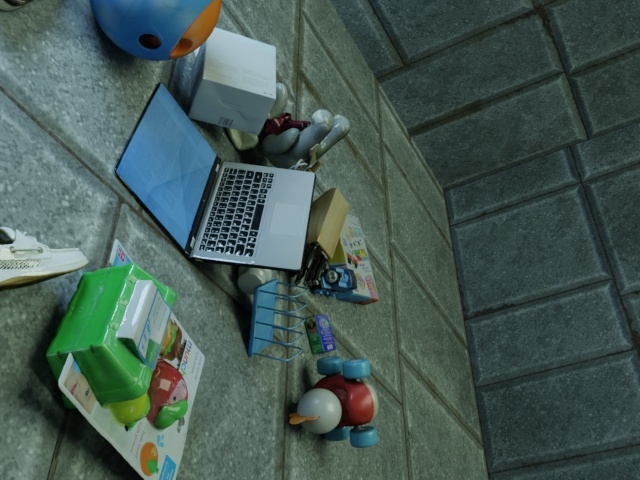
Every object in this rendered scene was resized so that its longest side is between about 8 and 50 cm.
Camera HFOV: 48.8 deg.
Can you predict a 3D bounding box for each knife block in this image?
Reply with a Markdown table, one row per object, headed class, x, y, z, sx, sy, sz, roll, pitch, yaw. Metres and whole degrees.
| class | x | y | z | sx | sy | sz | roll | pitch | yaw |
| --- | --- | --- | --- | --- | --- | --- | --- | --- | --- |
| knife block | 0.000 | 0.000 | 2.038 | 0.088 | 0.275 | 0.242 | 53 | -2 | -38 |

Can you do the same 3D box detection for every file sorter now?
| class | x | y | z | sx | sy | sz | roll | pitch | yaw |
| --- | --- | --- | --- | --- | --- | --- | --- | --- | --- |
| file sorter | -0.099 | 0.194 | 1.721 | 0.118 | 0.104 | 0.170 | -21 | 118 | -69 |

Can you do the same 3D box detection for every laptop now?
| class | x | y | z | sx | sy | sz | roll | pitch | yaw |
| --- | --- | --- | --- | --- | --- | --- | --- | --- | --- |
| laptop | -0.218 | -0.155 | 1.661 | 0.382 | 0.408 | 0.236 | -83 | 180 | -48 |

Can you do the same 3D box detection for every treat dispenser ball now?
| class | x | y | z | sx | sy | sz | roll | pitch | yaw |
| --- | --- | --- | --- | --- | --- | --- | --- | --- | --- |
| treat dispenser ball | -0.362 | -0.544 | 1.555 | 0.288 | 0.288 | 0.288 | 49 | 30 | -42 |

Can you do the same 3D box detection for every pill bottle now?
| class | x | y | z | sx | sy | sz | roll | pitch | yaw |
| --- | --- | --- | --- | --- | --- | --- | --- | --- | --- |
| pill bottle | -0.159 | 0.065 | 1.795 | 0.087 | 0.087 | 0.160 | 60 | 24 | -24 |

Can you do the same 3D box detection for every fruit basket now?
| class | x | y | z | sx | sy | sz | roll | pitch | yaw |
| --- | --- | --- | --- | --- | --- | --- | --- | --- | --- |
| fruit basket | -0.300 | 0.222 | 1.232 | 0.327 | 0.165 | 0.353 | -83 | 150 | -48 |

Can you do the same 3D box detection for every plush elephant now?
| class | x | y | z | sx | sy | sz | roll | pitch | yaw |
| --- | --- | --- | --- | --- | --- | --- | --- | --- | --- |
| plush elephant | -0.115 | -0.320 | 2.029 | 0.255 | 0.330 | 0.272 | 49 | 22 | 6 |

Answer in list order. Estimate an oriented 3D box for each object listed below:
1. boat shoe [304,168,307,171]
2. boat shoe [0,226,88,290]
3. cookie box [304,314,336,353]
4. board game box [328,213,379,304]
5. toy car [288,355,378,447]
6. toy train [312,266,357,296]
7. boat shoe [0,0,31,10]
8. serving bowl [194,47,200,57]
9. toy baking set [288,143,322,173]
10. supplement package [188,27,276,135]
| class | x | y | z | sx | sy | sz | roll | pitch | yaw |
| --- | --- | --- | --- | --- | --- | --- | --- | --- | --- |
| boat shoe | -0.069 | -0.194 | 2.236 | 0.081 | 0.079 | 0.227 | 49 | 26 | -33 |
| boat shoe | -0.469 | 0.024 | 1.079 | 0.277 | 0.098 | 0.096 | -12 | 84 | -67 |
| cookie box | 0.000 | 0.274 | 2.057 | 0.092 | 0.040 | 0.107 | 13 | 59 | -65 |
| board game box | 0.097 | 0.056 | 2.441 | 0.242 | 0.064 | 0.317 | 21 | 53 | -62 |
| toy car | 0.005 | 0.430 | 1.818 | 0.238 | 0.210 | 0.219 | -5 | 90 | -39 |
| toy train | 0.040 | 0.125 | 2.192 | 0.184 | 0.105 | 0.080 | 20 | 53 | -63 |
| boat shoe | -0.543 | -0.549 | 1.387 | 0.116 | 0.096 | 0.324 | 58 | 25 | -27 |
| serving bowl | -0.320 | -0.517 | 1.983 | 0.083 | 0.027 | 0.083 | 51 | 28 | -41 |
| toy baking set | -0.068 | -0.174 | 1.980 | 0.030 | 0.256 | 0.197 | 50 | 20 | 7 |
| supplement package | -0.230 | -0.416 | 1.845 | 0.194 | 0.149 | 0.203 | 13 | 52 | -20 |
